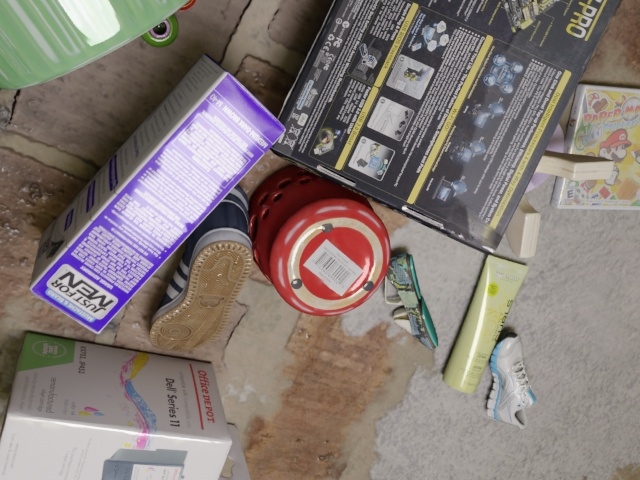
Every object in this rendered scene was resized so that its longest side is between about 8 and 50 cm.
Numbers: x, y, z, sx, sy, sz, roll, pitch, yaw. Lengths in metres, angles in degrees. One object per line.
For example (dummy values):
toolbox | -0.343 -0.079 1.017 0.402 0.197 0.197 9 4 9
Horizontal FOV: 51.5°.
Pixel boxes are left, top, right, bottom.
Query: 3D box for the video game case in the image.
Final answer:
video game case | 0.510 -0.152 1.118 0.227 0.026 0.206 0 110 -17

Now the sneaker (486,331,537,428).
sneaker | 0.352 0.253 1.185 0.071 0.083 0.191 -22 119 -32

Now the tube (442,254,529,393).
tube | 0.280 0.145 1.145 0.070 0.062 0.240 0 112 -66

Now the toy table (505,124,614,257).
toy table | 0.276 -0.117 0.986 0.274 0.161 0.252 -16 114 -12

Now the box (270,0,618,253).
box | 0.157 -0.225 0.838 0.318 0.097 0.395 25 92 9

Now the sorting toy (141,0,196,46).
sorting toy | -0.196 -0.294 0.837 0.061 0.042 0.102 27 101 -24

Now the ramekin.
ramekin | -0.262 -0.287 0.686 0.303 0.303 0.148 -30 124 -4

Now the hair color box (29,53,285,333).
hair color box | -0.210 -0.068 0.840 0.339 0.185 0.110 -45 117 4

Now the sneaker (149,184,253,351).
sneaker | -0.172 0.036 0.952 0.099 0.153 0.282 13 136 -25

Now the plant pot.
plant pot | 0.000 0.000 0.940 0.191 0.174 0.191 -6 110 -17

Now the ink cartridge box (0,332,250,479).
ink cartridge box | -0.253 0.255 0.937 0.353 0.207 0.119 14 107 -22

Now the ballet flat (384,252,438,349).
ballet flat | 0.142 0.104 1.091 0.070 0.070 0.188 -23 113 -8
